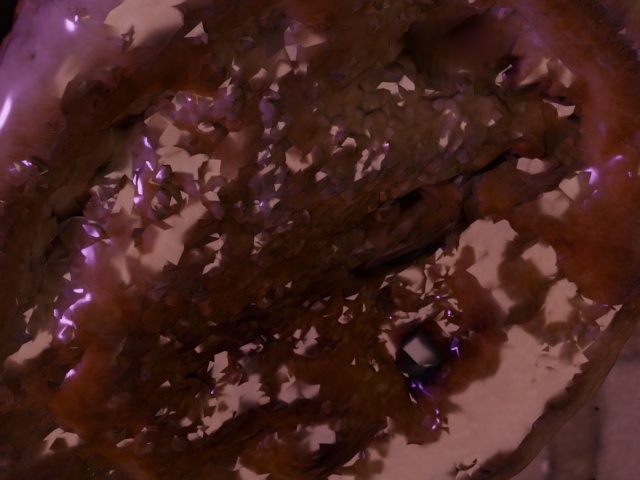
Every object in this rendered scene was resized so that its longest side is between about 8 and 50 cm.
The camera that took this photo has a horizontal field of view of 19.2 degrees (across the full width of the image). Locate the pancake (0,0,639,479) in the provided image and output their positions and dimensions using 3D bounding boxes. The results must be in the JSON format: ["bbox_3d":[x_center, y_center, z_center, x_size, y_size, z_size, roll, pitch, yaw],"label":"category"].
[{"bbox_3d":[-0.001,-0.001,0.764,0.356,0.065,0.356,-12,128,-15],"label":"pancake"}]
